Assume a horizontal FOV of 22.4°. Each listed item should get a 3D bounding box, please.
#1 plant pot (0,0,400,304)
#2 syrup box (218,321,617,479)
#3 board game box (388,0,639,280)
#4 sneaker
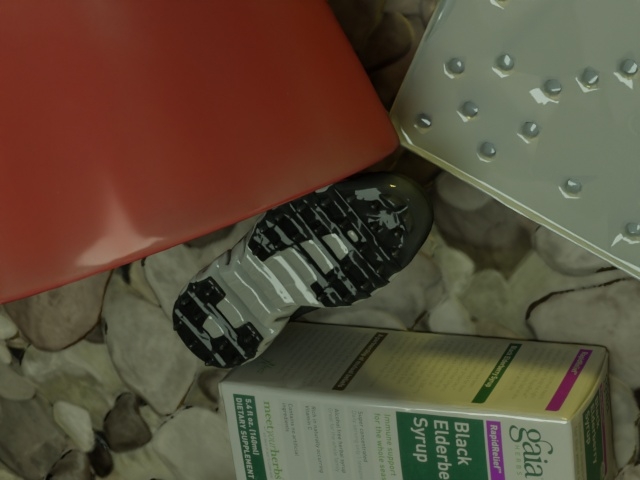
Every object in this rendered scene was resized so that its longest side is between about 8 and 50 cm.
[{"bbox_3d":[-0.121,-0.120,0.924,0.275,0.275,0.243,-17,97,32],"label":"plant pot"},{"bbox_3d":[0.064,0.121,1.040,0.237,0.096,0.093,4,116,26],"label":"syrup box"},{"bbox_3d":[0.275,-0.125,0.838,0.390,0.050,0.390,30,124,9],"label":"board game box"},{"bbox_3d":[0.000,0.000,0.997,0.078,0.106,0.234,50,140,-5],"label":"sneaker"}]
